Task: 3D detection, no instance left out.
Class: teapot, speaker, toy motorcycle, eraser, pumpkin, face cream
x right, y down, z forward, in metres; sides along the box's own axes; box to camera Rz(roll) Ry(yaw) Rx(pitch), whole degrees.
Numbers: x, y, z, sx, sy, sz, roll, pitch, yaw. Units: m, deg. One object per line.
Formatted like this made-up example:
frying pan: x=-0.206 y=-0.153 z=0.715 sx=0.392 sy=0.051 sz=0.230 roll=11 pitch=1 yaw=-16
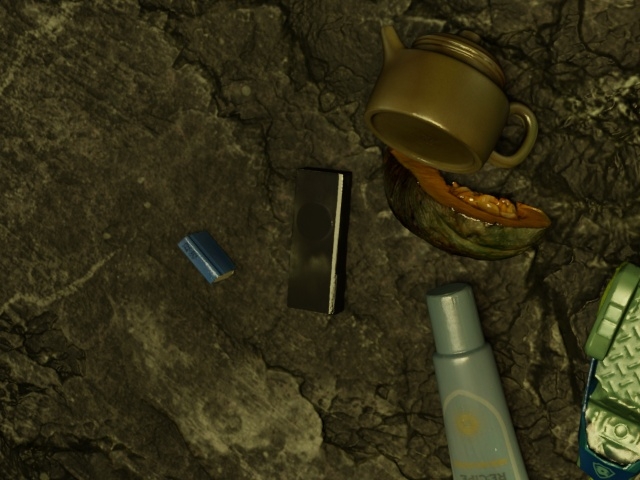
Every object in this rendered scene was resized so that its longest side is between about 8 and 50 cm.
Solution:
teapot: x=0.185 y=-0.201 z=1.628 sx=0.267 sy=0.185 sz=0.175 roll=29 pitch=80 yaw=-14
speaker: x=0.000 y=0.000 z=1.806 sx=0.082 sy=0.044 sz=0.218 roll=9 pitch=103 yaw=22
toy motorcycle: x=0.422 y=0.204 z=1.571 sx=0.191 sy=0.200 sz=0.326 roll=25 pitch=107 yaw=18
eraser: x=-0.178 y=0.026 z=1.880 sx=0.027 sy=0.063 sz=0.085 roll=-44 pitch=80 yaw=23
pumpkin: x=0.171 y=-0.028 z=1.659 sx=0.278 sy=0.163 sz=0.111 roll=26 pitch=108 yaw=19
face cream: x=0.227 y=0.253 z=1.732 sx=0.135 sy=0.086 sz=0.385 roll=-9 pitch=100 yaw=25
